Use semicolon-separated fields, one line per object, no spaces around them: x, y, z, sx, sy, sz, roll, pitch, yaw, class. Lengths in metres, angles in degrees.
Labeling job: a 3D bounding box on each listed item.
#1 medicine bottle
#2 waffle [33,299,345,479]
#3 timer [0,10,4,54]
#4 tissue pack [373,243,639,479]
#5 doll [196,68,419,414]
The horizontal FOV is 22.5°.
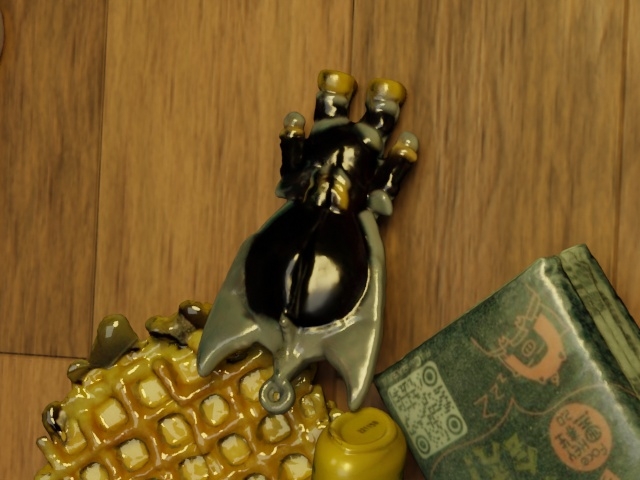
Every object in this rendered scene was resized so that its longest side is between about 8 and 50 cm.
0.021;0.295;1.379;0.076;0.111;0.309;14;112;21;medicine bottle
-0.108;0.208;1.448;0.329;0.062;0.329;0;89;3;waffle
-0.416;-0.177;1.587;0.190;0.069;0.209;23;97;21;timer
0.200;0.192;1.317;0.228;0.103;0.316;-39;75;40;tissue pack
-0.004;-0.001;1.404;0.145;0.103;0.316;17;76;-7;doll
